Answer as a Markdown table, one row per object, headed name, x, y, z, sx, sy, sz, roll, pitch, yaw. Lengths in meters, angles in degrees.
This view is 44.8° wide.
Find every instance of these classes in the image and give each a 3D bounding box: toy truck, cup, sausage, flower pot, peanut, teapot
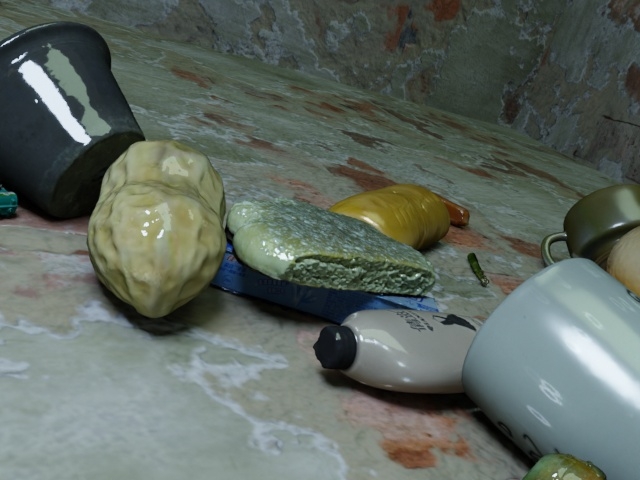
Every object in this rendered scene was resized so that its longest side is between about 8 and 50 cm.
| name | x | y | z | sx | sy | sz | roll | pitch | yaw |
| --- | --- | --- | --- | --- | --- | --- | --- | --- | --- |
| toy truck | -0.378 | -0.044 | 0.854 | 0.044 | 0.039 | 0.083 | 42 | 23 | 19 |
| cup | 0.293 | 0.172 | 0.748 | 0.234 | 0.186 | 0.258 | 46 | 4 | 39 |
| sausage | 0.238 | -0.065 | 1.540 | 0.131 | 0.041 | 0.039 | 30 | -1 | 29 |
| flower pot | -0.307 | -0.125 | 0.931 | 0.148 | 0.235 | 0.235 | 45 | 24 | 13 |
| peanut | -0.172 | -0.024 | 0.835 | 0.152 | 0.152 | 0.313 | 16 | 20 | -11 |
| teapot | 0.546 | 0.018 | 1.435 | 0.267 | 0.186 | 0.175 | -10 | 51 | 5 |

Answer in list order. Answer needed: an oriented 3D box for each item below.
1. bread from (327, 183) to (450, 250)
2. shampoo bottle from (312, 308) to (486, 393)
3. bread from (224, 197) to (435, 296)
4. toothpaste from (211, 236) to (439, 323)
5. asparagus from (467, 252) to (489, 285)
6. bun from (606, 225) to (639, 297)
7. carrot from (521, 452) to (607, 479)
| name | x | y | z | sx | sy | sz | roll | pitch | yaw |
| --- | --- | --- | --- | --- | --- | --- | --- | --- | --- |
| bread | 0.118 | -0.036 | 1.264 | 0.142 | 0.091 | 0.305 | 31 | 22 | 18 |
| shampoo bottle | 0.107 | 0.116 | 0.819 | 0.256 | 0.078 | 0.127 | 5 | 24 | -34 |
| bread | 0.000 | 0.000 | 0.931 | 0.286 | 0.056 | 0.207 | 8 | 19 | -43 |
| toothpaste | 0.006 | 0.059 | 0.921 | 0.272 | 0.053 | 0.066 | 17 | 18 | -6 |
| asparagus | 0.258 | 0.046 | 1.277 | 0.018 | 0.015 | 0.127 | 16 | 18 | -4 |
| bun | 0.540 | 0.112 | 1.142 | 0.299 | 0.165 | 0.299 | 29 | 26 | -16 |
| carrot | 0.271 | 0.272 | 0.570 | 0.078 | 0.078 | 0.298 | -3 | 34 | -49 |
